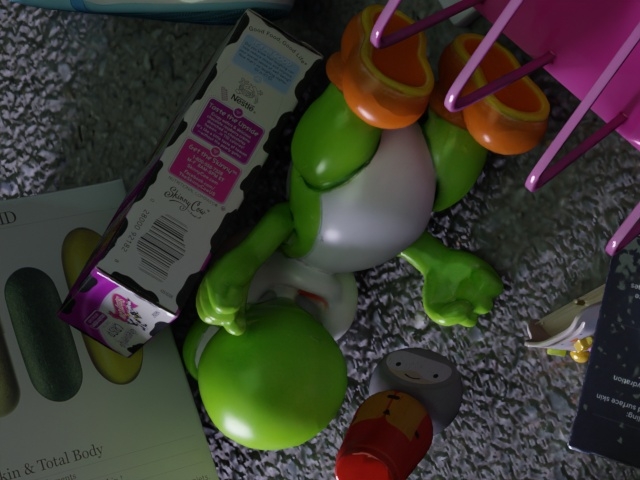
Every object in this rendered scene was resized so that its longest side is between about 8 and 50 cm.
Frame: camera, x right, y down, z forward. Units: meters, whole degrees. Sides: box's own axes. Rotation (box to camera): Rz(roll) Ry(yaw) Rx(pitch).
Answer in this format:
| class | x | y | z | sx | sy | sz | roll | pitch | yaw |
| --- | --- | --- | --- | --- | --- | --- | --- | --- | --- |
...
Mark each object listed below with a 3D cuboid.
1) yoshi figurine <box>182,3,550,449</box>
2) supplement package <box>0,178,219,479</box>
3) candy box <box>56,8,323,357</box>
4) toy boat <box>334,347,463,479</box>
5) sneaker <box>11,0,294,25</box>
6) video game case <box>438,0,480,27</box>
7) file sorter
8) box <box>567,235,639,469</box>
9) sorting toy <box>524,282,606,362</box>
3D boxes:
| class | x | y | z | sx | sy | sz | roll | pitch | yaw |
| --- | --- | --- | --- | --- | --- | --- | --- | --- | --- |
| yoshi figurine | 0.013 | 0.021 | 1.254 | 0.203 | 0.203 | 0.362 | 41 | 125 | 8 |
| supplement package | -0.242 | 0.117 | 1.382 | 0.198 | 0.199 | 0.263 | -31 | 75 | 54 |
| candy box | -0.098 | -0.039 | 1.282 | 0.071 | 0.159 | 0.233 | 31 | 68 | -9 |
| toy boat | 0.134 | 0.220 | 1.207 | 0.267 | 0.148 | 0.318 | -35 | 99 | 31 |
| sneaker | -0.138 | -0.278 | 1.356 | 0.319 | 0.127 | 0.208 | 13 | 98 | 41 |
| video game case | 0.119 | -0.284 | 1.273 | 0.173 | 0.022 | 0.190 | -37 | 73 | 28 |
| file sorter | 0.160 | -0.163 | 1.104 | 0.290 | 0.182 | 0.202 | 43 | 130 | 13 |
| box | 0.268 | 0.083 | 1.154 | 0.156 | 0.093 | 0.158 | 17 | 101 | 29 |
| sorting toy | 0.180 | 0.061 | 1.219 | 0.083 | 0.075 | 0.045 | -32 | 75 | 30 |
